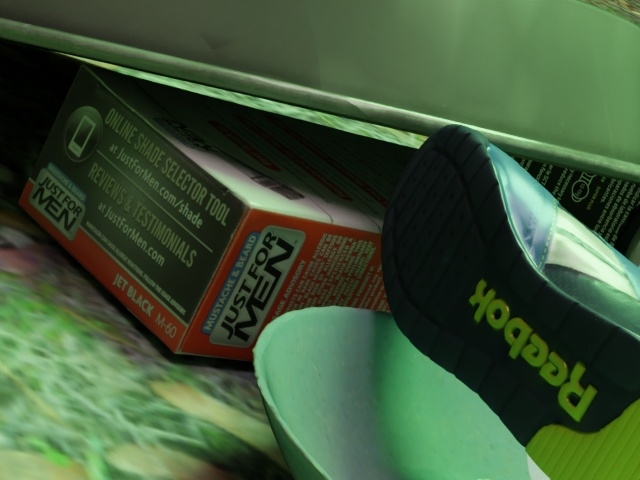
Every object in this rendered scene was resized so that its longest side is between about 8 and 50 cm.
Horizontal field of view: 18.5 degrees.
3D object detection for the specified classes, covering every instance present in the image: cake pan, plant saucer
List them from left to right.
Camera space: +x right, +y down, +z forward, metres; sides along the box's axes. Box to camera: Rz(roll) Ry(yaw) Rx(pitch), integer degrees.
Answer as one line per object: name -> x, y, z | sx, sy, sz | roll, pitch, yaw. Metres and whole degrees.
cake pan -> -0.015, -0.075, 0.692 | 0.293, 0.054, 0.293 | 13, 4, -1
plant saucer -> 0.064, 0.081, 0.490 | 0.195, 0.037, 0.195 | 24, 15, -7

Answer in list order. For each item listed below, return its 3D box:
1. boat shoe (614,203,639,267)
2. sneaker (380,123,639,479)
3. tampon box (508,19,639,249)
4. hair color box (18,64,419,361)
boat shoe -> 0.205, 0.040, 0.752 | 0.254, 0.095, 0.079 | 21, 17, -25
sneaker -> 0.064, 0.022, 0.519 | 0.059, 0.053, 0.144 | 14, 28, -37
tampon box -> 0.160, -0.021, 0.868 | 0.161, 0.101, 0.120 | 35, 18, 29
hair color box -> 0.000, 0.000, 0.626 | 0.167, 0.053, 0.093 | 12, 20, -46
